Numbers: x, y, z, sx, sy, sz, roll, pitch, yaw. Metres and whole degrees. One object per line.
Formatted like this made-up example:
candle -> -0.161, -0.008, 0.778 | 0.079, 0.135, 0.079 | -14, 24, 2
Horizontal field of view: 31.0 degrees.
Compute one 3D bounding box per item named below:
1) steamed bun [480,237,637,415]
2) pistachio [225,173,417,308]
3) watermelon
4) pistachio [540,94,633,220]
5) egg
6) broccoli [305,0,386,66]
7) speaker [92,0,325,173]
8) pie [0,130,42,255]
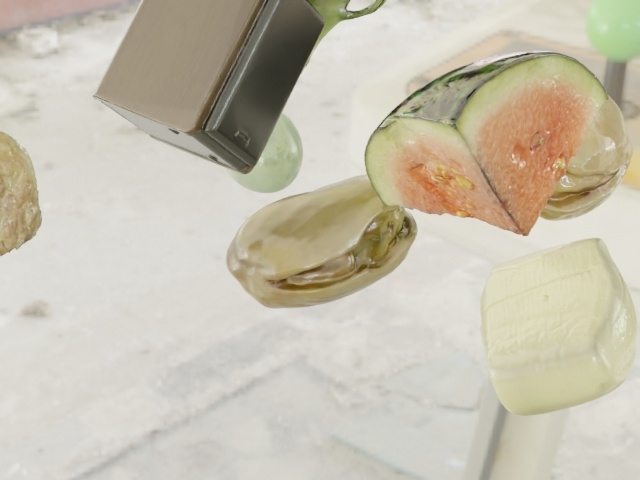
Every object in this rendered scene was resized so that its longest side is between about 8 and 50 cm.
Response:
steamed bun -> 0.322, 0.121, 1.529 | 0.200, 0.155, 0.250 | -19, 37, 25
pistachio -> 0.000, 0.000, 1.717 | 0.288, 0.166, 0.197 | -20, 35, -6
watermelon -> 0.106, -0.079, 0.868 | 0.193, 0.137, 0.145 | -10, 19, -43
pistachio -> 0.348, -0.129, 1.641 | 0.181, 0.162, 0.293 | 14, 35, 17
egg -> -0.112, -0.173, 2.086 | 0.149, 0.149, 0.192 | -16, 63, -28
broccoli -> -0.002, -0.380, 1.487 | 0.302, 0.254, 0.186 | -43, 22, 7
speaker -> -0.132, -0.227, 1.411 | 0.192, 0.231, 0.153 | 24, -6, 30
pie -> -0.427, -0.053, 1.400 | 0.052, 0.185, 0.218 | 8, 26, 36
